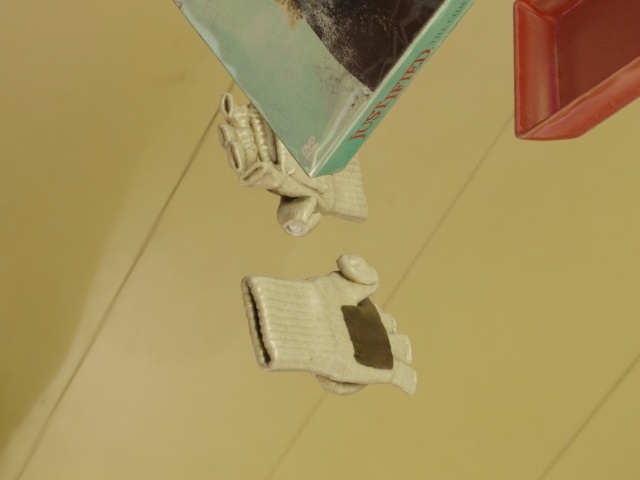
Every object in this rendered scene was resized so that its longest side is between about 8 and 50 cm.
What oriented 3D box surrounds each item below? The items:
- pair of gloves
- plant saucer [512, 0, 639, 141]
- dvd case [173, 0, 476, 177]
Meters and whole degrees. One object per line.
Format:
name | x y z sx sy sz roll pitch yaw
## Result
pair of gloves | 0.000 0.000 1.232 0.042 0.240 0.204 -21 156 26
plant saucer | 0.275 -0.202 1.319 0.258 0.259 0.048 -35 115 26
dvd case | -0.012 -0.084 0.321 0.119 0.013 0.087 54 129 18
